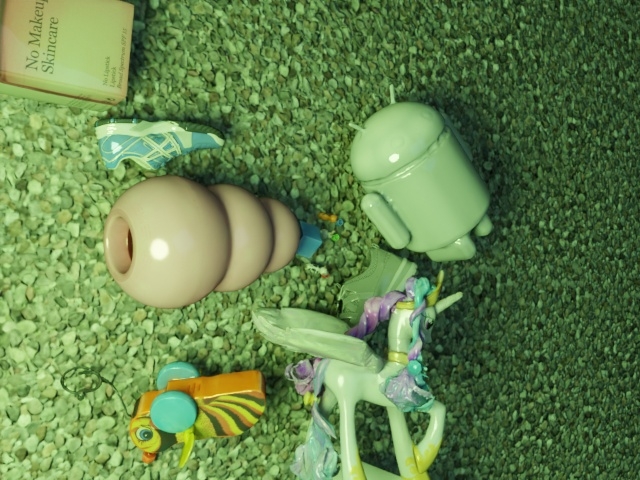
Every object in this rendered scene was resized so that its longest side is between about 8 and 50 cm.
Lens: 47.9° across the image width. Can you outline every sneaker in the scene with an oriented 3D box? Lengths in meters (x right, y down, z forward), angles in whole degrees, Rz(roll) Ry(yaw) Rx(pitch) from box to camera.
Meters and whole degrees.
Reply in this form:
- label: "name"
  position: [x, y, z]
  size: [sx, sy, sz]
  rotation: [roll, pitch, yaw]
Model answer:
- label: "sneaker"
  position: [-0.260, -0.157, 1.179]
  size: [0.211, 0.080, 0.081]
  rotation: [-3, 97, -23]
- label: "sneaker"
  position: [0.066, 0.133, 1.384]
  size: [0.115, 0.105, 0.281]
  rotation: [35, 71, 9]

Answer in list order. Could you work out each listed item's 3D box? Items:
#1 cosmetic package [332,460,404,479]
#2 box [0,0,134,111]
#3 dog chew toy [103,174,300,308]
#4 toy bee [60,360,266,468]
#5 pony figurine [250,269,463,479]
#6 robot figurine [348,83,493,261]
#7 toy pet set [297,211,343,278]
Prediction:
- label: "cosmetic package"
  position: [0.115, 0.542, 1.306]
  size: [0.138, 0.224, 0.225]
  rotation: [-34, 106, -29]
- label: "box"
  position: [-0.406, -0.289, 1.050]
  size: [0.232, 0.126, 0.149]
  rotation: [6, 86, -33]
- label: "dog chew toy"
  position: [-0.171, -0.002, 1.161]
  size: [0.331, 0.206, 0.207]
  rotation: [-4, 91, -41]
- label: "toy bee"
  position: [-0.235, 0.275, 1.148]
  size: [0.195, 0.298, 0.162]
  rotation: [-55, 153, -59]
- label: "pony figurine"
  position: [0.053, 0.220, 1.185]
  size: [0.350, 0.303, 0.364]
  rotation: [4, 92, -6]
- label: "robot figurine"
  position: [0.190, -0.119, 1.389]
  size: [0.354, 0.199, 0.300]
  rotation: [54, 54, -20]
- label: "toy pet set"
  position: [0.000, 0.000, 1.343]
  size: [0.114, 0.065, 0.122]
  rotation: [21, 77, -31]
